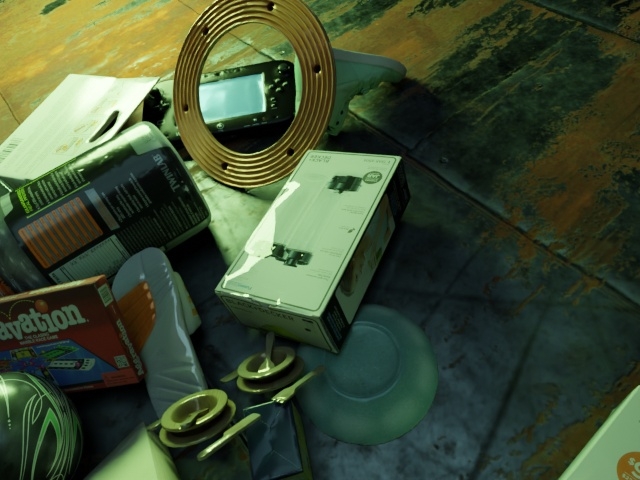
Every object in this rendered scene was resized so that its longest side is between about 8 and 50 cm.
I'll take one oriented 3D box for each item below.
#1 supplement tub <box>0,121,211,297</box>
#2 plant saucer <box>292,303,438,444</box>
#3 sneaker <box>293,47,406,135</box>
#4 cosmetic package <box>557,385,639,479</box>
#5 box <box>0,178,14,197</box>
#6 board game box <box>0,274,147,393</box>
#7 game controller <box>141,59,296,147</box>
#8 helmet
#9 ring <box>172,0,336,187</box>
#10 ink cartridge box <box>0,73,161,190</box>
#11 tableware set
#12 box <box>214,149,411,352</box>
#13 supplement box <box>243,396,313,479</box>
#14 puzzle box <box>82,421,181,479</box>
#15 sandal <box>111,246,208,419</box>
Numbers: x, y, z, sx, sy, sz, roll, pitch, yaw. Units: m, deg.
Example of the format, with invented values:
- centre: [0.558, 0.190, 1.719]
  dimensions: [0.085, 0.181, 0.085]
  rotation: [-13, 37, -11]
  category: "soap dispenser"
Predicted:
- centre: [-0.345, -0.026, 0.768]
  dimensions: [0.316, 0.194, 0.193]
  rotation: [-33, 56, -14]
  category: "supplement tub"
- centre: [0.055, 0.160, 0.658]
  dimensions: [0.194, 0.037, 0.195]
  rotation: [-4, 54, 6]
  category: "plant saucer"
- centre: [0.052, -0.276, 0.951]
  dimensions: [0.255, 0.151, 0.094]
  rotation: [-9, 25, -37]
  category: "sneaker"
- centre: [0.359, 0.360, 0.424]
  dimensions: [0.284, 0.097, 0.377]
  rotation: [-38, 57, -20]
  category: "cosmetic package"
- centre: [-0.570, 0.007, 0.837]
  dimensions: [0.153, 0.108, 0.207]
  rotation: [32, 65, 29]
  category: "box"
- centre: [-0.380, 0.139, 0.664]
  dimensions: [0.281, 0.145, 0.027]
  rotation: [-12, 17, 14]
  category: "board game box"
- centre: [-0.194, -0.267, 0.995]
  dimensions: [0.319, 0.067, 0.167]
  rotation: [-10, 53, 4]
  category: "game controller"
- centre: [-0.368, 0.243, 0.598]
  dimensions: [0.169, 0.169, 0.162]
  rotation: [21, 75, 23]
  category: "helmet"
- centre: [-0.121, -0.259, 0.876]
  dimensions: [0.336, 0.032, 0.337]
  rotation: [3, 97, 28]
  category: "ring"
- centre: [-0.471, -0.207, 0.990]
  dimensions: [0.261, 0.066, 0.296]
  rotation: [10, 57, 23]
  category: "ink cartridge box"
- centre: [-0.101, 0.170, 0.594]
  dimensions: [0.128, 0.039, 0.194]
  rotation: [-2, 18, 46]
  category: "tableware set"
- centre: [0.000, 0.000, 0.728]
  dimensions: [0.169, 0.087, 0.290]
  rotation: [9, 52, 29]
  category: "box"
- centre: [-0.047, 0.241, 0.588]
  dimensions: [0.056, 0.083, 0.083]
  rotation: [-14, 53, 0]
  category: "supplement box"
- centre: [-0.224, 0.310, 0.416]
  dimensions: [0.272, 0.409, 0.052]
  rotation: [-44, 100, -20]
  category: "puzzle box"
- centre: [-0.211, 0.140, 0.705]
  dimensions: [0.101, 0.076, 0.265]
  rotation: [-26, 74, 9]
  category: "sandal"
